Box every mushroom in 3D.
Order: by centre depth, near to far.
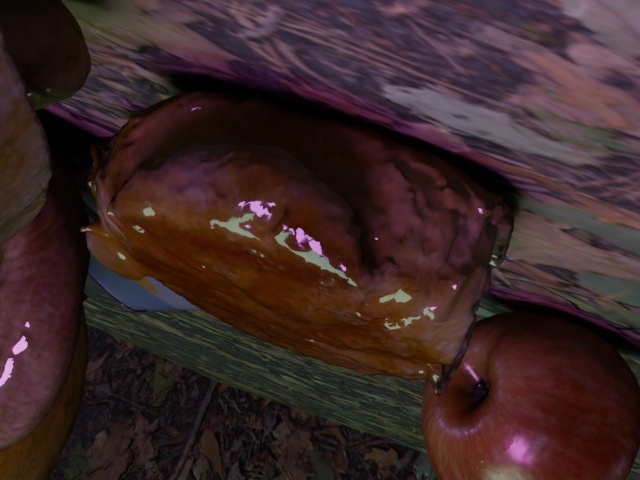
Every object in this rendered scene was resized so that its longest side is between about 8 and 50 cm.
[{"bbox_3d":[-0.227,-0.016,1.193,0.156,0.151,0.285,-13,-109,-57],"label":"mushroom"}]

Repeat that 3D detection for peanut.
[{"bbox_3d":[-0.184,-0.102,0.827,0.174,0.080,0.080,18,172,2],"label":"peanut"}]

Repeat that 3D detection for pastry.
[{"bbox_3d":[0.000,0.000,0.924,0.218,0.100,0.229,9,161,41],"label":"pastry"}]

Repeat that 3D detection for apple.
[{"bbox_3d":[0.135,0.114,1.205,0.131,0.146,0.146,38,164,-32],"label":"apple"}]

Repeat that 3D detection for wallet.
[{"bbox_3d":[-0.126,-0.013,1.292,0.170,0.069,0.231,44,161,-21],"label":"wallet"}]

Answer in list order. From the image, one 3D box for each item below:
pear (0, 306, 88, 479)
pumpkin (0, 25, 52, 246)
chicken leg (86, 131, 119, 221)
[{"bbox_3d":[-0.315,0.077,1.415,0.314,0.314,0.314,21,172,3],"label":"pear"},{"bbox_3d":[-0.287,-0.043,0.714,0.332,0.199,0.332,24,155,12],"label":"pumpkin"},{"bbox_3d":[-0.067,-0.012,1.124,0.103,0.088,0.228,7,172,27],"label":"chicken leg"}]
